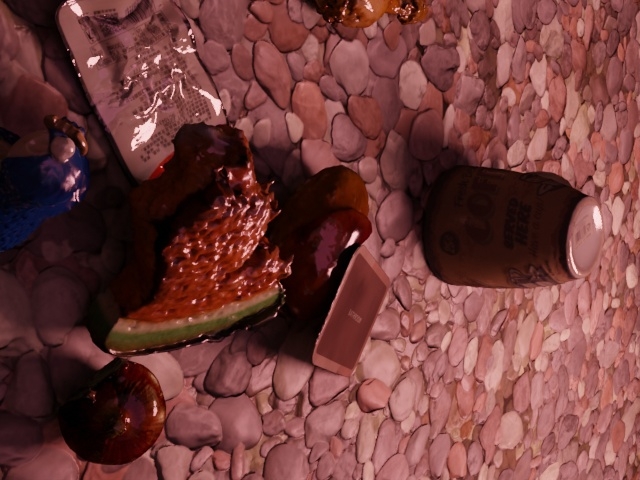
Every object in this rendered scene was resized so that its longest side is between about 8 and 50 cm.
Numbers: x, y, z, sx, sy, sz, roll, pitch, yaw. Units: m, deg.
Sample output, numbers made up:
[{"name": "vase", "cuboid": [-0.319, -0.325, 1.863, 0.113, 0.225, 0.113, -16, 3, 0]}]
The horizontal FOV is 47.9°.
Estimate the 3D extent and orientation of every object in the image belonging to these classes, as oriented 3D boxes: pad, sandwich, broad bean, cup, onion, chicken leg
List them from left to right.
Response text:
[{"name": "onion", "cuboid": [-0.229, 0.196, 0.810, 0.117, 0.118, 0.119, -34, 123, -4]}, {"name": "sandwich", "cuboid": [-0.150, -0.014, 0.820, 0.250, 0.162, 0.301, -17, 143, -34]}, {"name": "broad bean", "cuboid": [0.003, 0.002, 1.010, 0.156, 0.122, 0.228, 46, 67, -38]}, {"name": "pad", "cuboid": [0.051, 0.113, 1.066, 0.176, 0.002, 0.266, -66, 161, -8]}, {"name": "chicken leg", "cuboid": [0.081, -0.362, 1.064, 0.251, 0.087, 0.107, -9, 95, -49]}, {"name": "cup", "cuboid": [0.373, -0.033, 1.286, 0.301, 0.257, 0.227, -40, 125, -36]}]

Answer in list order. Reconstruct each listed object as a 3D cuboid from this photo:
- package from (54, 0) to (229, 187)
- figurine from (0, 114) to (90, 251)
[{"name": "package", "cuboid": [-0.201, -0.191, 0.838, 0.166, 0.040, 0.232, -42, 131, -29]}, {"name": "figurine", "cuboid": [-0.283, -0.047, 0.625, 0.164, 0.262, 0.121, 8, 83, -31]}]
